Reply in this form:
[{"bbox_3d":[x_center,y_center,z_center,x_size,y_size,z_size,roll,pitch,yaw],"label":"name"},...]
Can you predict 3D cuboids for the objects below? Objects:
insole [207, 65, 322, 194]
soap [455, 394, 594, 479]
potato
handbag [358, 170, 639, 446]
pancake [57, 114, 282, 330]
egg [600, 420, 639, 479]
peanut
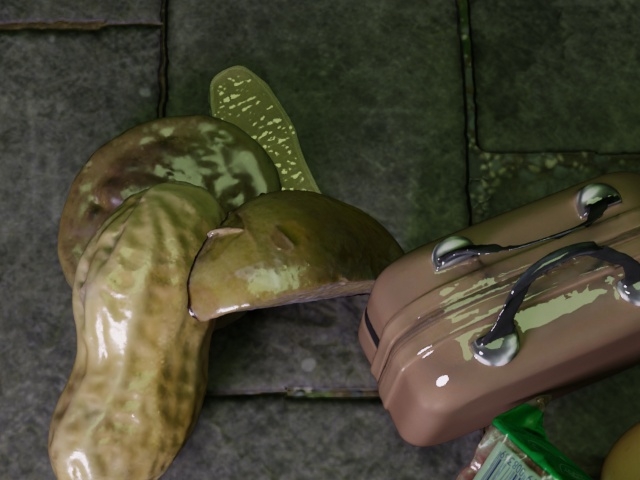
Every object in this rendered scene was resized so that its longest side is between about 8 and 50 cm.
[{"bbox_3d":[-0.050,-0.080,1.290,0.081,0.011,0.248,-27,71,-9],"label":"insole"},{"bbox_3d":[0.196,0.275,1.008,0.218,0.098,0.273,-61,36,8],"label":"soap"},{"bbox_3d":[0.003,-0.001,1.127,0.261,0.100,0.120,-6,81,-41],"label":"potato"},{"bbox_3d":[0.189,0.052,1.086,0.301,0.283,0.149,-19,71,-6],"label":"handbag"},{"bbox_3d":[-0.148,-0.015,1.240,0.241,0.050,0.242,-1,78,3],"label":"pancake"},{"bbox_3d":[0.364,0.227,1.060,0.244,0.201,0.201,10,68,20],"label":"egg"},{"bbox_3d":[-0.168,0.095,1.140,0.149,0.149,0.313,13,89,6],"label":"peanut"}]
